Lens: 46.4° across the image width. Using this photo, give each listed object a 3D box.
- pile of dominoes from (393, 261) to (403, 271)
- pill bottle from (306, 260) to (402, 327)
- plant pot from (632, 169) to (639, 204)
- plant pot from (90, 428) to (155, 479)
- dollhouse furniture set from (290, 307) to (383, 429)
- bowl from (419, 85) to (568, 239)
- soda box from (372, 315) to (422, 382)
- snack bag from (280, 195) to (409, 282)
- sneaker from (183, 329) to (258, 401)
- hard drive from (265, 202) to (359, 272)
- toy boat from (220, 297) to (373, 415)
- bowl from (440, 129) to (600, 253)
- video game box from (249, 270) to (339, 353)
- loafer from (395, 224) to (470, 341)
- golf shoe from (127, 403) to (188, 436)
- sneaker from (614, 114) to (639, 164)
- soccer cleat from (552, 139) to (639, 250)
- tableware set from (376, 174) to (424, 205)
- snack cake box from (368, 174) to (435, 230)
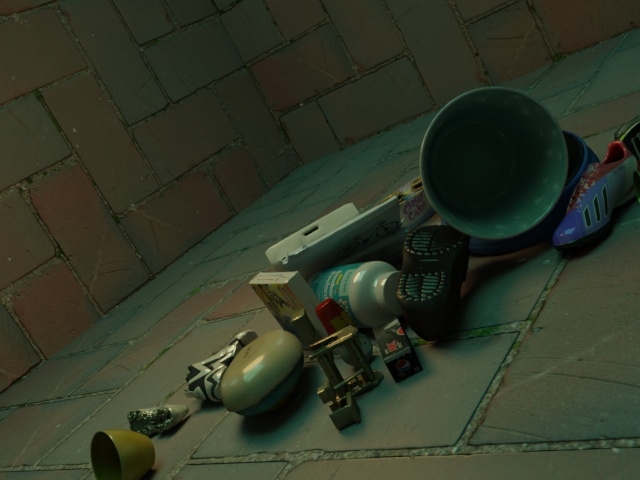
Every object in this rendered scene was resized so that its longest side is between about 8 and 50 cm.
[{"bbox_3d":[0.232,0.081,1.800,0.251,0.040,0.196,-29,10,-41],"label":"pile of dominoes"},{"bbox_3d":[0.089,0.121,1.651,0.146,0.146,0.264,-38,15,-33],"label":"pill bottle"},{"bbox_3d":[0.672,-0.108,1.480,0.079,0.083,0.083,-13,16,10],"label":"plant pot"},{"bbox_3d":[-0.399,0.446,1.537,0.095,0.134,0.134,-7,-6,-44],"label":"plant pot"},{"bbox_3d":[0.032,0.214,1.347,0.101,0.182,0.161,-27,13,7],"label":"dollhouse furniture set"},{"bbox_3d":[0.345,-0.161,1.587,0.311,0.311,0.163,-30,7,-3],"label":"bowl"},{"bbox_3d":[0.145,0.205,1.428,0.060,0.053,0.169,-28,14,3],"label":"soda box"},{"bbox_3d":[0.074,0.041,1.818,0.323,0.037,0.342,-29,-25,-6],"label":"snack bag"},{"bbox_3d":[-0.246,0.301,1.785,0.153,0.094,0.235,-13,29,26],"label":"sneaker"},{"bbox_3d":[0.005,0.052,1.857,0.233,0.047,0.353,-30,-25,-5],"label":"hard drive"},{"bbox_3d":[-0.054,0.254,1.521,0.318,0.148,0.267,-34,7,13],"label":"toy boat"},{"bbox_3d":[0.458,-0.127,1.764,0.391,0.077,0.391,-26,28,15],"label":"bowl"},{"bbox_3d":[-0.050,0.160,1.672,0.048,0.205,0.187,-44,18,-27],"label":"video game box"},{"bbox_3d":[0.229,0.079,1.528,0.134,0.130,0.366,1,27,22],"label":"loafer"},{"bbox_3d":[-0.378,0.416,1.745,0.176,0.069,0.086,-14,0,40],"label":"golf shoe"},{"bbox_3d":[0.738,-0.227,1.739,0.300,0.111,0.121,-30,4,-40],"label":"sneaker"},{"bbox_3d":[0.559,-0.091,1.534,0.318,0.116,0.109,-37,15,-32],"label":"soccer cleat"},{"bbox_3d":[0.243,-0.147,2.142,0.194,0.039,0.128,-33,12,8],"label":"tableware set"},{"bbox_3d":[0.287,-0.118,2.262,0.264,0.089,0.152,-35,16,-25],"label":"snack cake box"}]
